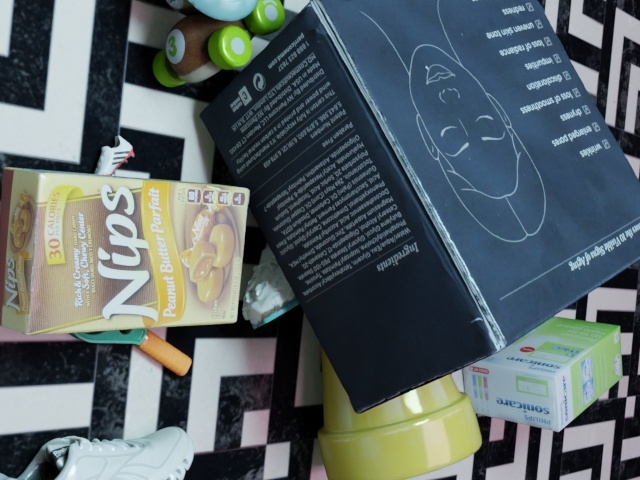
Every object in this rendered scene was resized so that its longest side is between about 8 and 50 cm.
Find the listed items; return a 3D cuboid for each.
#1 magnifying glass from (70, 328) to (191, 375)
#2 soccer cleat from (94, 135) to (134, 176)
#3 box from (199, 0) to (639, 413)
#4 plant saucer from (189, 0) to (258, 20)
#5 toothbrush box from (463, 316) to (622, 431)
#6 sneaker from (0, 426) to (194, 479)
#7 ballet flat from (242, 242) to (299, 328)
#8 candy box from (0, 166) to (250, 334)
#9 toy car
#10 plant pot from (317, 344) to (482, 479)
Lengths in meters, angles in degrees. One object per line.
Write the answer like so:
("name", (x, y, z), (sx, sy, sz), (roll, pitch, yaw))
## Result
("magnifying glass", (-0.251, 0.116, 1.265), (0.231, 0.026, 0.092), (44, 62, -42))
("soccer cleat", (-0.270, -0.099, 1.220), (0.035, 0.029, 0.083), (53, 55, -22))
("box", (0.173, -0.089, 1.366), (0.480, 0.297, 0.471), (-22, 80, -44))
("plant saucer", (-0.120, -0.326, 1.169), (0.119, 0.021, 0.119), (10, 72, -32))
("toothbrush box", (0.448, 0.256, 1.936), (0.283, 0.206, 0.122), (-24, 112, -44))
("sneaker", (-0.278, 0.290, 1.200), (0.292, 0.110, 0.118), (-23, 102, -45))
("ballet flat", (0.000, 0.000, 1.484), (0.409, 0.147, 0.147), (-30, 116, -46))
("candy box", (-0.236, 0.013, 1.189), (0.316, 0.088, 0.182), (1, 95, -48))
("toy car", (-0.169, -0.310, 1.226), (0.149, 0.155, 0.188), (-52, 120, -32))
("plant pot", (0.104, 0.237, 1.534), (0.254, 0.254, 0.239), (-14, 89, -47))
